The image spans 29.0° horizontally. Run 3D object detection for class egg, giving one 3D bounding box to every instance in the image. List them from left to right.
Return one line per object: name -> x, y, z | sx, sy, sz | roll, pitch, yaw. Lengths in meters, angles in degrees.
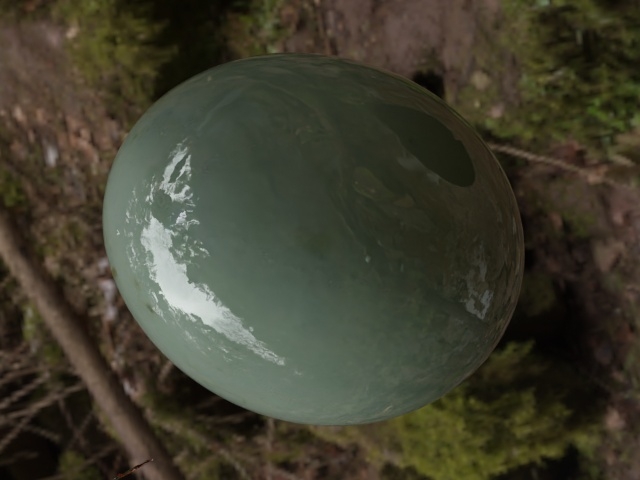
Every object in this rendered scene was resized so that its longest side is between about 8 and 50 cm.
egg -> 0.000, 0.000, 0.507 | 0.149, 0.192, 0.149 | -14, 68, 37

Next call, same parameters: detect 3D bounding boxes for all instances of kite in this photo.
kite -> -0.193, 0.190, 0.846 | 0.006, 0.198, 0.244 | 62, 148, 5
